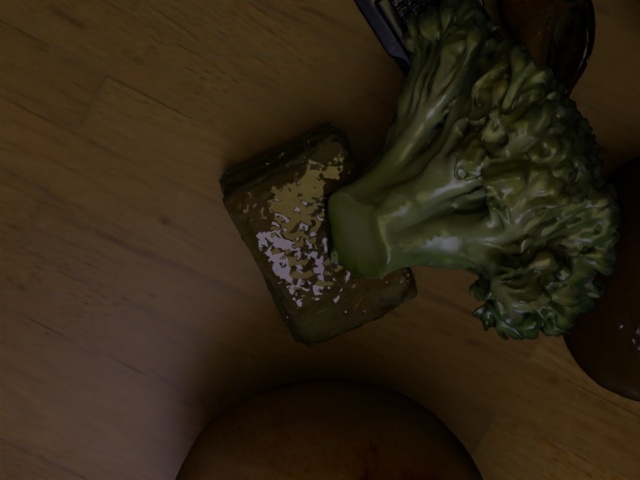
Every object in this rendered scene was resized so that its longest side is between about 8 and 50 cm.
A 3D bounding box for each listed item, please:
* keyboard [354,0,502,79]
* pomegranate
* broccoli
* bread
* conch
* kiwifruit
[{"bbox_3d":[0.126,-0.176,1.527,0.106,0.016,0.262,-32,104,5],"label":"keyboard"},{"bbox_3d":[-0.002,0.267,1.510,0.319,0.319,0.319,-1,105,-3],"label":"pomegranate"},{"bbox_3d":[0.125,-0.053,1.410,0.246,0.288,0.248,-25,141,-19],"label":"broccoli"},{"bbox_3d":[0.000,0.000,1.523,0.138,0.102,0.196,-23,106,5],"label":"bread"},{"bbox_3d":[0.211,-0.206,1.496,0.086,0.080,0.232,-9,117,15],"label":"conch"},{"bbox_3d":[0.319,0.040,1.505,0.196,0.196,0.234,16,111,-7],"label":"kiwifruit"}]
